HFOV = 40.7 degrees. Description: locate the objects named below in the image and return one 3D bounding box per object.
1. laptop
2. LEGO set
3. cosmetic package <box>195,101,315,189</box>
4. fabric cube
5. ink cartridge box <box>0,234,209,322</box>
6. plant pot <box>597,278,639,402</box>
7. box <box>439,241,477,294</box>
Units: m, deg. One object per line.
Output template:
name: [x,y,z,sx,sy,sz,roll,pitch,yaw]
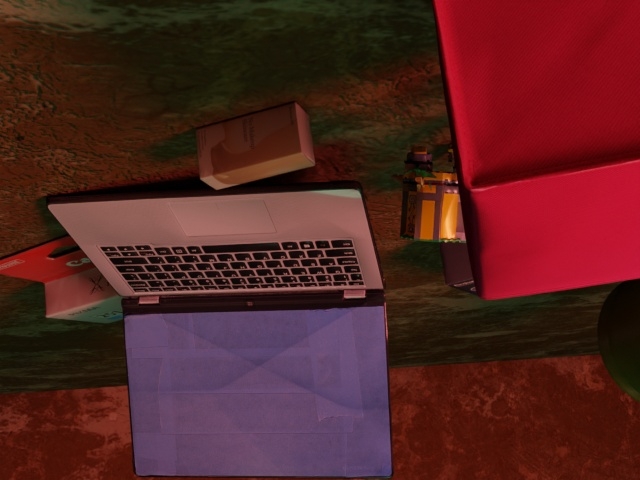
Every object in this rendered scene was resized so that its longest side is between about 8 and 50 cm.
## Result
laptop: [-0.112,0.136,1.109,0.382,0.236,0.408,-3,150,10]
LEGO set: [0.217,-0.096,0.887,0.255,0.192,0.331,5,-175,28]
cosmetic package: [-0.067,-0.096,0.889,0.115,0.060,0.041,-14,162,17]
fabric cube: [0.201,-0.126,0.561,0.254,0.258,0.258,-10,161,11]
ink cartridge box: [-0.305,0.055,1.285,0.296,0.066,0.261,-16,162,28]
plant pot: [0.625,0.130,1.341,0.367,0.366,0.353,-3,165,-13]
box: [0.342,0.009,1.346,0.261,0.103,0.184,-17,158,30]
